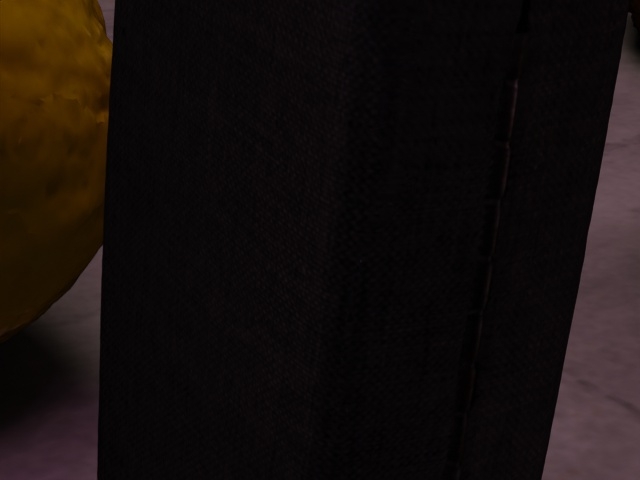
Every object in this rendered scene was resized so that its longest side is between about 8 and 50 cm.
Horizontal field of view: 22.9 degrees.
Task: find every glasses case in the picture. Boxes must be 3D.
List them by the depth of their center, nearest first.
[{"bbox_3d":[0.000,0.000,0.393,0.074,0.323,0.131,-11,31,-31],"label":"glasses case"}]

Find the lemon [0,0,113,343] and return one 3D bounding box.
[{"bbox_3d":[-0.209,-0.055,0.613,0.263,0.236,0.236,-5,19,27],"label":"lemon"}]

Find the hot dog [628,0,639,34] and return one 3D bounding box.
[{"bbox_3d":[0.310,-0.192,1.099,0.196,0.122,0.272,6,20,5],"label":"hot dog"}]
